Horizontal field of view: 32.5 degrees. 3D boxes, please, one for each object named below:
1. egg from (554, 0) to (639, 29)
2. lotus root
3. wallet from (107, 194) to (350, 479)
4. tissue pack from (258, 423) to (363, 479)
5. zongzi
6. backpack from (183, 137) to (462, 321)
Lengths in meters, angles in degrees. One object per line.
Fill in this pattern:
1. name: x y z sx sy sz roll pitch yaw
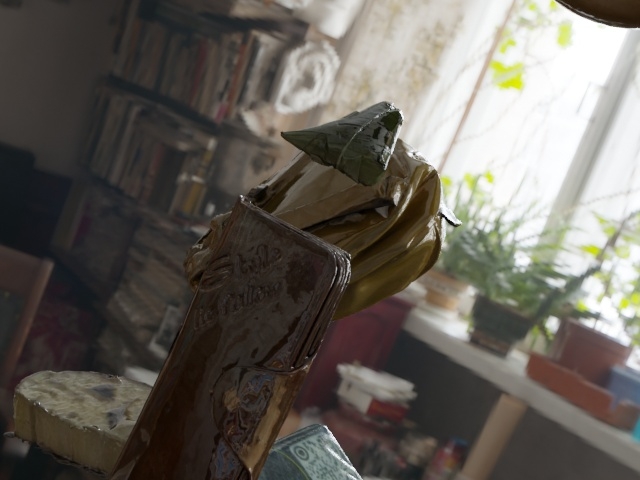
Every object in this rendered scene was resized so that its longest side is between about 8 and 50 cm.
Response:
1. egg: 0.423 -0.442 1.490 0.301 0.301 0.374 19 18 -27
2. lotus root: -0.280 0.233 1.419 0.260 0.074 0.170 11 17 28
3. wallet: -0.051 0.071 0.558 0.026 0.176 0.095 24 4 -46
4. tissue pack: -0.035 0.247 0.779 0.185 0.081 0.257 57 30 13
5. zongzi: 0.033 -0.148 1.314 0.130 0.154 0.062 23 -39 -1
6. backpack: -0.003 -0.006 1.536 0.201 0.378 0.353 61 9 -21
